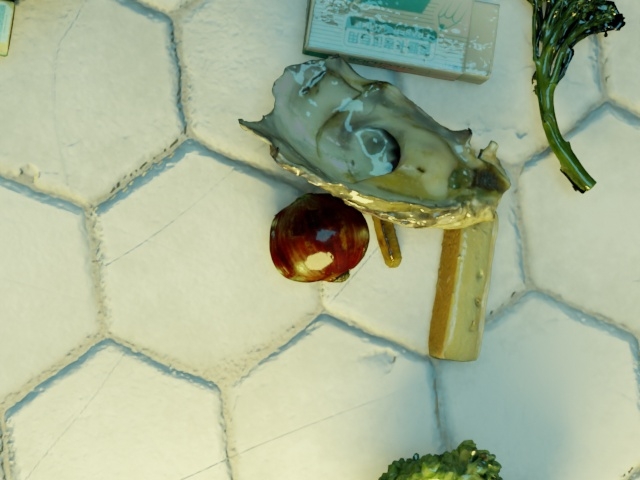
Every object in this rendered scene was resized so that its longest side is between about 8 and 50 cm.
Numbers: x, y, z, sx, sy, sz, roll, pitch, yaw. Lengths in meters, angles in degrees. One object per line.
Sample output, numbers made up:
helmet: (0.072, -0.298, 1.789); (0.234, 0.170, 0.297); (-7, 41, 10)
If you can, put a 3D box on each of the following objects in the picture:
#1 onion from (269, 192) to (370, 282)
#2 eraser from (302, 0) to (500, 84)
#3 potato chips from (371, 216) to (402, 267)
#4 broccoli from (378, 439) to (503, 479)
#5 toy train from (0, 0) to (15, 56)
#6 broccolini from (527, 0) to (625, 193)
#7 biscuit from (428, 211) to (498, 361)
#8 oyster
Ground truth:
onion: (0.000, 0.000, 1.862); (0.117, 0.118, 0.118); (-33, 92, -14)
eraser: (0.093, -0.251, 1.918); (0.225, 0.052, 0.095); (9, 83, -8)
potato chips: (0.069, -0.068, 1.917); (0.037, 0.026, 0.204); (-7, 87, -23)
broccoli: (0.165, 0.369, 1.810); (0.260, 0.235, 0.288); (-39, 103, 25)
toy train: (-0.435, -0.273, 1.825); (0.194, 0.081, 0.125); (8, 89, -10)
broccolini: (0.315, -0.190, 1.944); (0.123, 0.062, 0.271); (-9, 82, 6)
biscuit: (0.171, 0.050, 1.912); (0.056, 0.052, 0.188); (12, 85, -24)
oyster: (0.055, -0.100, 1.845); (0.275, 0.100, 0.271); (-26, 77, -31)
